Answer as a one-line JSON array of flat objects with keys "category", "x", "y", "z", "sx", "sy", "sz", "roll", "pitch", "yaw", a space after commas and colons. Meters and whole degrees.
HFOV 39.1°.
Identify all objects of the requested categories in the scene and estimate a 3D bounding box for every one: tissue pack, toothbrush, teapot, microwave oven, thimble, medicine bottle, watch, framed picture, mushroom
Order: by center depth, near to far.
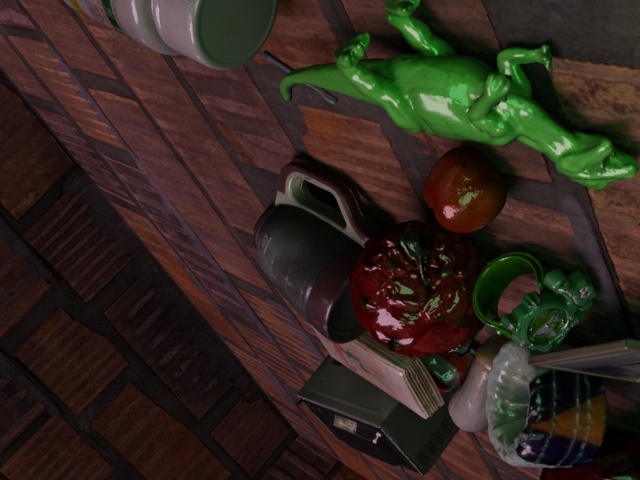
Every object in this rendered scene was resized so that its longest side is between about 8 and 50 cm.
[{"category": "framed picture", "x": 0.473, "y": 0.186, "z": 1.360, "sx": 0.213, "sy": 0.016, "sz": 0.289, "roll": 11, "pitch": 165, "yaw": -12}, {"category": "medicine bottle", "x": -0.244, "y": -0.403, "z": 1.407, "sx": 0.340, "sy": 0.208, "sz": 0.208, "roll": 31, "pitch": 158, "yaw": 32}, {"category": "watch", "x": 0.336, "y": 0.085, "z": 1.437, "sx": 0.131, "sy": 0.165, "sz": 0.152, "roll": 30, "pitch": -166, "yaw": -37}, {"category": "toothbrush", "x": -0.038, "y": -0.281, "z": 1.561, "sx": 0.167, "sy": 0.011, "sz": 0.014, "roll": 36, "pitch": 166, "yaw": 18}, {"category": "thimble", "x": 0.387, "y": 0.290, "z": 1.580, "sx": 0.150, "sy": 0.237, "sz": 0.237, "roll": 6, "pitch": 166, "yaw": -12}, {"category": "mushroom", "x": 0.351, "y": 0.282, "z": 1.829, "sx": 0.122, "sy": 0.159, "sz": 0.328, "roll": 31, "pitch": 150, "yaw": 16}, {"category": "teapot", "x": 0.000, "y": 0.000, "z": 1.830, "sx": 0.312, "sy": 0.233, "sz": 0.315, "roll": 38, "pitch": 132, "yaw": 29}, {"category": "tissue pack", "x": 0.112, "y": 0.252, "z": 1.953, "sx": 0.325, "sy": 0.071, "sz": 0.170, "roll": 29, "pitch": 154, "yaw": 47}, {"category": "microwave oven", "x": 0.166, "y": 0.384, "z": 2.191, "sx": 0.355, "sy": 0.286, "sz": 0.218, "roll": 5, "pitch": 140, "yaw": 55}]

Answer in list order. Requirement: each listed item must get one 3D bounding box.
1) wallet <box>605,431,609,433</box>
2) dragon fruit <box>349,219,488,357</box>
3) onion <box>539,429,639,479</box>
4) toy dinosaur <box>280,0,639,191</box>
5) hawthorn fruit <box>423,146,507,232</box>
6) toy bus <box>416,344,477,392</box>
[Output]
[{"category": "wallet", "x": 0.507, "y": 0.373, "z": 1.830, "sx": 0.204, "sy": 0.045, "sz": 0.142, "roll": 41, "pitch": 162, "yaw": 4}, {"category": "dragon fruit", "x": 0.183, "y": 0.089, "z": 1.565, "sx": 0.299, "sy": 0.244, "sz": 0.244, "roll": 28, "pitch": 175, "yaw": -40}, {"category": "onion", "x": 0.612, "y": 0.535, "z": 1.618, "sx": 0.420, "sy": 0.398, "sz": 0.398, "roll": 6, "pitch": 165, "yaw": -11}, {"category": "toy dinosaur", "x": 0.167, "y": -0.178, "z": 1.262, "sx": 0.374, "sy": 0.144, "sz": 0.500, "roll": 35, "pitch": 167, "yaw": -14}, {"category": "hawthorn fruit", "x": 0.214, "y": -0.074, "z": 1.346, "sx": 0.128, "sy": 0.128, "sz": 0.128, "roll": 37, "pitch": 161, "yaw": 16}, {"category": "toy bus", "x": 0.220, "y": 0.223, "z": 1.966, "sx": 0.265, "sy": 0.120, "sz": 0.121, "roll": 38, "pitch": 162, "yaw": 17}]
